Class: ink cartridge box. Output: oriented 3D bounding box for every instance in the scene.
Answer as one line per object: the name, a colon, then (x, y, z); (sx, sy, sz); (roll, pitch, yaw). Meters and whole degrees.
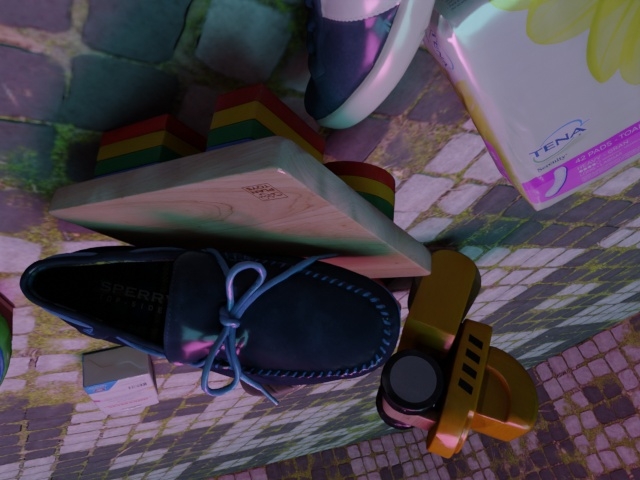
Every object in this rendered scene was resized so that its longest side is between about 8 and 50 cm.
ink cartridge box: (-0.357, 0.255, 0.898); (0.105, 0.061, 0.181); (-9, 149, -17)

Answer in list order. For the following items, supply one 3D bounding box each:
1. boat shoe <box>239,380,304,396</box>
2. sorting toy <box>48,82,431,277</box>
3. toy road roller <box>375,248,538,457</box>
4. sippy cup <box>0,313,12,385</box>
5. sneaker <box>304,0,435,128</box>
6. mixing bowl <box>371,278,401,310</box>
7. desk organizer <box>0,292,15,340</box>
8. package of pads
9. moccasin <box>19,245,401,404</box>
boat shoe: (0.003, 0.218, 0.978); (0.356, 0.132, 0.130); (-27, 150, 16)
sorting toy: (-0.059, -0.035, 0.472); (0.257, 0.089, 0.255); (-6, 159, 33)
toy road roller: (0.244, 0.201, 0.850); (0.241, 0.329, 0.202); (18, 153, 12)
sippy cup: (-0.447, 0.174, 0.468); (0.240, 0.224, 0.305); (-17, 126, -9)
sneaker: (0.012, -0.208, 0.288); (0.148, 0.131, 0.350); (13, 149, -10)
mixing bowl: (0.033, 0.098, 0.821); (0.182, 0.098, 0.181); (-14, 150, -8)
desk organizer: (-0.453, 0.108, 0.602); (0.130, 0.050, 0.047); (-12, 150, -12)
package of pads: (0.235, -0.173, 0.444); (0.229, 0.101, 0.296); (-30, 138, 19)
moccasin: (-0.105, 0.072, 0.435); (0.342, 0.137, 0.117); (1, 173, 15)
